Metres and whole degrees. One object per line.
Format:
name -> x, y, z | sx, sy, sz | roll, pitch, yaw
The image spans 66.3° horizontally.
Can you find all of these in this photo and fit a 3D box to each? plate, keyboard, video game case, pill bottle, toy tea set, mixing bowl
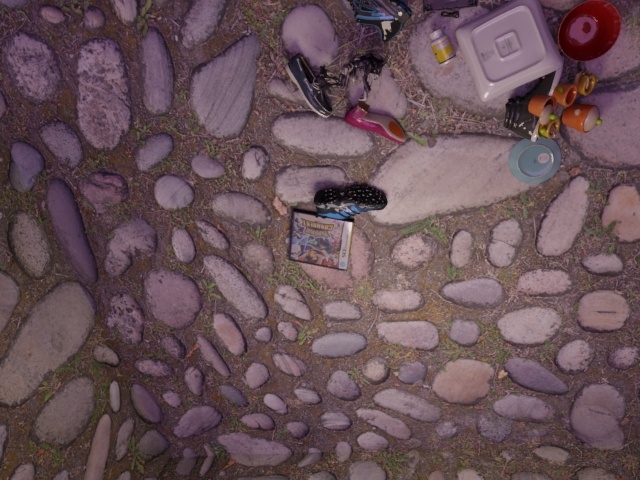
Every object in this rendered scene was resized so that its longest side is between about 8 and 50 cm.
plate -> 0.802, -0.299, 1.832 | 0.188, 0.024, 0.188 | 6, 116, 12
plate -> 0.629, -0.653, 1.648 | 0.278, 0.045, 0.277 | -21, 92, 24
keyboard -> 0.442, -0.815, 1.672 | 0.180, 0.023, 0.108 | 0, 109, 14
video game case -> 0.000, 0.000, 2.162 | 0.275, 0.035, 0.248 | 11, 117, 8
pill bottle -> 0.425, -0.679, 1.716 | 0.065, 0.065, 0.116 | -23, 107, 22
toy tea set -> 0.826, -0.427, 1.615 | 0.124, 0.336, 0.200 | 37, 144, 44
mixing bowl -> 0.861, -0.681, 1.591 | 0.181, 0.098, 0.181 | 5, 116, 12

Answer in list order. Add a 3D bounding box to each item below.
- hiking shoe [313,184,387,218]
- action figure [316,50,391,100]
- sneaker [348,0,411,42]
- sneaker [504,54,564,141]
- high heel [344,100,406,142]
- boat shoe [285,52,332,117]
hiking shoe -> 0.126, -0.152, 2.038 | 0.304, 0.113, 0.132 | 2, 146, 6
action figure -> 0.126, -0.593, 1.770 | 0.276, 0.164, 0.141 | -15, 131, 5
sneaker -> 0.141, -0.825, 1.682 | 0.341, 0.125, 0.139 | 36, 123, -3
sneaker -> 0.735, -0.506, 1.705 | 0.147, 0.104, 0.296 | 23, 106, 23
high heel -> 0.211, -0.434, 1.895 | 0.244, 0.082, 0.117 | 27, 151, -16
boat shoe -> -0.029, -0.587, 1.857 | 0.079, 0.095, 0.254 | -31, 96, 36
